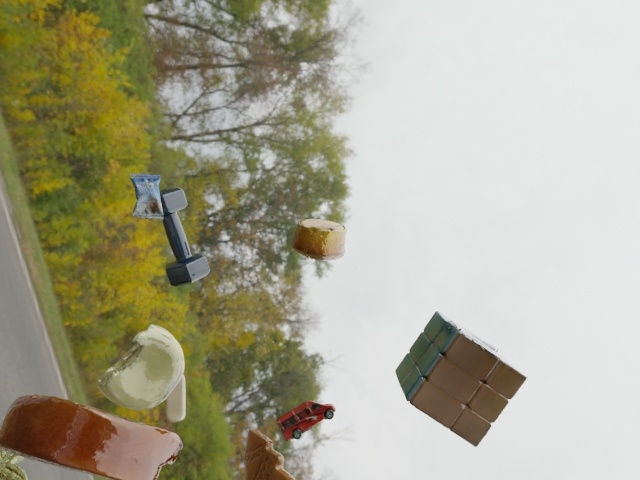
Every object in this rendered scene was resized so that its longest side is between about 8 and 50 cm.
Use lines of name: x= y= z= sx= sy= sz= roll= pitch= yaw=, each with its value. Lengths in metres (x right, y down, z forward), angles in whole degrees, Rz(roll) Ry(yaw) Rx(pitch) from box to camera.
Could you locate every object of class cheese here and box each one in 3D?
cheese: x=-0.567 y=0.405 z=1.646 sx=0.127 sy=0.266 sz=0.233 roll=12 pitch=-33 yaw=48

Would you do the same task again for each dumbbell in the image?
dumbbell: x=-0.487 y=-0.014 z=1.738 sx=0.144 sy=0.159 sz=0.325 roll=-3 pitch=-72 yaw=43

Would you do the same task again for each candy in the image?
candy: x=-0.503 y=-0.126 z=1.488 sx=0.038 sy=0.088 sz=0.137 roll=-16 pitch=-102 yaw=53

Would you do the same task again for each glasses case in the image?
glasses case: x=-0.601 y=0.648 z=2.132 sx=0.050 sy=0.083 sz=0.197 roll=113 pitch=-26 yaw=-62

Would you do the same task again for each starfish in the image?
starfish: x=-1.134 y=0.771 z=1.783 sx=0.358 sy=0.346 sz=0.078 roll=-73 pitch=-177 yaw=-79

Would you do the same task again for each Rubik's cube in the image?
Rubik's cube: x=0.357 y=0.350 z=1.356 sx=0.221 sy=0.225 sz=0.231 roll=34 pitch=4 yaw=-2

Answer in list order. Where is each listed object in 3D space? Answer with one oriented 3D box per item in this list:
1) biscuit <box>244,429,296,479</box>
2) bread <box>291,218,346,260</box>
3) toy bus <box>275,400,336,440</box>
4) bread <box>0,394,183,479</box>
biscuit: x=-0.185 y=0.756 z=1.653 sx=0.284 sy=0.043 sz=0.307 roll=-54 pitch=-133 yaw=33
bread: x=0.000 y=0.000 z=1.954 sx=0.195 sy=0.269 sz=0.143 roll=13 pitch=-79 yaw=17
toy bus: x=-0.046 y=0.581 z=1.695 sx=0.089 sy=0.195 sz=0.081 roll=61 pitch=-18 yaw=12
bread: x=-0.467 y=0.392 z=1.013 sx=0.327 sy=0.295 sz=0.114 roll=-7 pitch=-125 yaw=34
